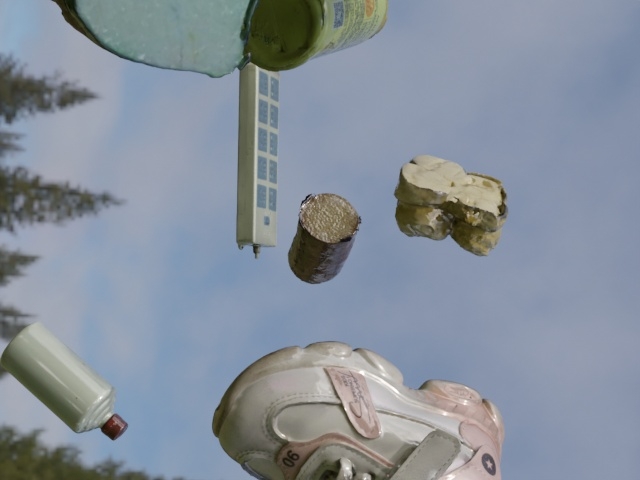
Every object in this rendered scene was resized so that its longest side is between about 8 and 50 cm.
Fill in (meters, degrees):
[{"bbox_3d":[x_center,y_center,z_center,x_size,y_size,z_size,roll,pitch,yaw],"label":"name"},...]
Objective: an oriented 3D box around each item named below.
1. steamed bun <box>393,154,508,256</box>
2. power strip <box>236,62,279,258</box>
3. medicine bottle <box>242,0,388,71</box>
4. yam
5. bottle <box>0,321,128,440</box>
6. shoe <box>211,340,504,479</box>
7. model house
[{"bbox_3d":[0.196,-0.053,1.816,0.192,0.177,0.106,-75,-178,-62],"label":"steamed bun"},{"bbox_3d":[-0.115,-0.149,2.166,0.106,0.043,0.368,8,82,-67],"label":"power strip"},{"bbox_3d":[-0.004,-0.273,1.362,0.239,0.124,0.124,-38,144,-62],"label":"medicine bottle"},{"bbox_3d":[0.003,-0.001,1.520,0.127,0.084,0.084,106,-22,-61],"label":"yam"},{"bbox_3d":[-0.434,0.255,2.027,0.245,0.104,0.104,40,-42,9],"label":"bottle"},{"bbox_3d":[0.059,0.239,1.262,0.198,0.350,0.172,-103,-150,-51],"label":"shoe"},{"bbox_3d":[-0.134,-0.193,0.801,0.148,0.148,0.120,33,-67,46],"label":"model house"}]
